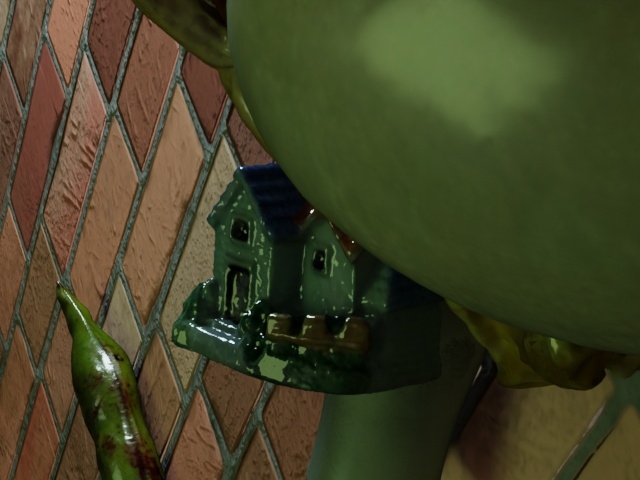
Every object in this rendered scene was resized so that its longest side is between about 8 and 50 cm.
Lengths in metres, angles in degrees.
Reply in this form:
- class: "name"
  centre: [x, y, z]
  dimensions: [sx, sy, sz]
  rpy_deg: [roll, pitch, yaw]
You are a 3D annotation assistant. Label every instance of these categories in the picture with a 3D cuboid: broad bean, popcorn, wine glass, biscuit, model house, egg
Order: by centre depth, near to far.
- class: "egg"
  centre: [0.125, -0.084, 0.792]
  dimensions: [0.352, 0.258, 0.258]
  rpy_deg: [22, 122, 27]
- class: "popcorn"
  centre: [0.129, 0.017, 1.038]
  dimensions: [0.145, 0.126, 0.125]
  rpy_deg: [39, 159, 37]
- class: "model house"
  centre: [0.000, 0.000, 1.086]
  dimensions: [0.148, 0.119, 0.148]
  rpy_deg: [15, 104, 50]
- class: "wine glass"
  centre: [0.054, 0.062, 1.202]
  dimensions: [0.103, 0.103, 0.231]
  rpy_deg: [50, 136, 51]
- class: "biscuit"
  centre: [-0.067, -0.131, 1.299]
  dimensions: [0.299, 0.045, 0.154]
  rpy_deg: [48, -171, -13]
- class: "broad bean"
  centre: [-0.198, 0.180, 1.876]
  dimensions: [0.077, 0.061, 0.339]
  rpy_deg: [100, 153, -58]

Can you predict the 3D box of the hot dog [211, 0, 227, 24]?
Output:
- class: "hot dog"
  centre: [-0.007, -0.232, 1.207]
  dimensions: [0.387, 0.174, 0.267]
  rpy_deg: [-117, 31, -61]
